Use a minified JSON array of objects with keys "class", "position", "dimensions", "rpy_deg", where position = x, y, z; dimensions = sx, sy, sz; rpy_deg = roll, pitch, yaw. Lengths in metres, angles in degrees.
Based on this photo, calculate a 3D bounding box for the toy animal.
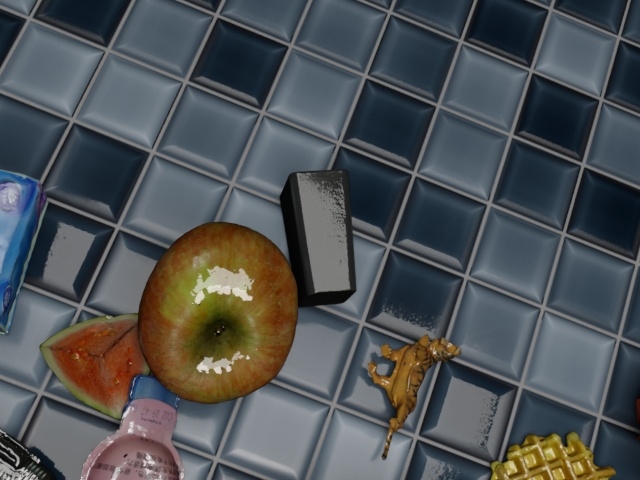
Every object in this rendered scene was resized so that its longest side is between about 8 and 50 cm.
[{"class":"toy animal","position":[0.153,0.283,1.622],"dimensions":[0.116,0.114,0.255],"rpy_deg":[38,70,-43]}]

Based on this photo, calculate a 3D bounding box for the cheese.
[{"class":"cheese","position":[-0.310,0.376,1.498],"dimensions":[0.189,0.074,0.285],"rpy_deg":[18,73,-28]}]

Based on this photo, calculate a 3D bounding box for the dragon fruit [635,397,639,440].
[{"class":"dragon fruit","position":[0.729,0.322,1.609],"dimensions":[0.277,0.277,0.342],"rpy_deg":[34,76,1]}]

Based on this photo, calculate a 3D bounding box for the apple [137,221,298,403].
[{"class":"apple","position":[-0.178,0.123,1.538],"dimensions":[0.277,0.250,0.309],"rpy_deg":[33,92,-14]}]

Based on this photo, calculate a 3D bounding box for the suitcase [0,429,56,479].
[{"class":"suitcase","position":[-0.592,0.453,1.416],"dimensions":[0.202,0.128,0.312],"rpy_deg":[36,71,2]}]

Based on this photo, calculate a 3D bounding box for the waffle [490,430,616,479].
[{"class":"waffle","position":[0.430,0.498,1.611],"dimensions":[0.283,0.065,0.309],"rpy_deg":[29,72,0]}]

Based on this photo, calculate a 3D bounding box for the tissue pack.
[{"class":"tissue pack","position":[-0.614,0.008,1.535],"dimensions":[0.198,0.146,0.263],"rpy_deg":[14,72,-6]}]

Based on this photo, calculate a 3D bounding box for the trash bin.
[{"class":"trash bin","position":[0.000,0.000,1.635],"dimensions":[0.115,0.165,0.225],"rpy_deg":[-5,77,-12]}]

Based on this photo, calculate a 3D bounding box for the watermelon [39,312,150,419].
[{"class":"watermelon","position":[-0.396,0.208,1.545],"dimensions":[0.145,0.137,0.192],"rpy_deg":[3,71,23]}]
